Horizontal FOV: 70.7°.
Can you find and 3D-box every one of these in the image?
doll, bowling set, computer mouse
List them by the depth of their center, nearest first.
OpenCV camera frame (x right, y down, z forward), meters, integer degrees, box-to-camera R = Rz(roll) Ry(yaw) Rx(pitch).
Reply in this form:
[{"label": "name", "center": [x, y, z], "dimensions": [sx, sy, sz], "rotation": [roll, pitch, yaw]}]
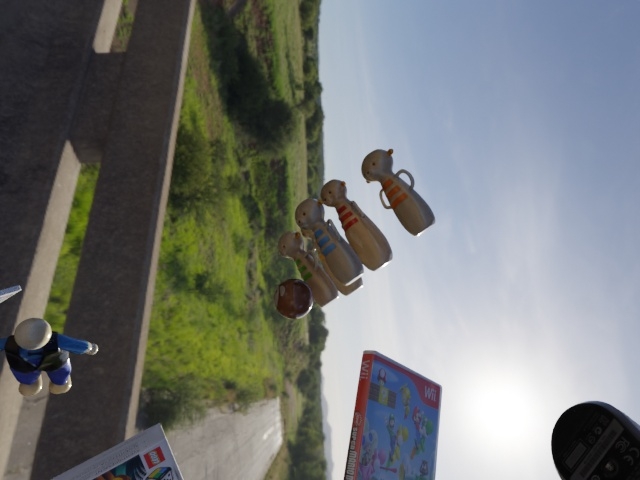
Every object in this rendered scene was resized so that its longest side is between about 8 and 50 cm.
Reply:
[{"label": "computer mouse", "center": [0.367, 0.296, 0.511], "dimensions": [0.188, 0.072, 0.272], "rotation": [-59, -171, 12]}, {"label": "doll", "center": [-0.363, 0.150, 0.590], "dimensions": [0.189, 0.129, 0.046], "rotation": [120, -35, -48]}, {"label": "bowling set", "center": [0.000, 0.000, 0.632], "dimensions": [0.154, 0.200, 0.287], "rotation": [56, -36, 13]}]

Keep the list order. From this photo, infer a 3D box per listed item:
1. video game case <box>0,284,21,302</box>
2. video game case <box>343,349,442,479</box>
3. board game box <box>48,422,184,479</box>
[{"label": "video game case", "center": [-0.591, 0.114, 0.776], "dimensions": [0.011, 0.122, 0.087], "rotation": [64, 23, -1]}, {"label": "video game case", "center": [0.102, 0.320, 0.623], "dimensions": [0.204, 0.025, 0.285], "rotation": [35, 56, -39]}, {"label": "board game box", "center": [-0.231, 0.407, 0.546], "dimensions": [0.053, 0.193, 0.305], "rotation": [6, -65, 62]}]
